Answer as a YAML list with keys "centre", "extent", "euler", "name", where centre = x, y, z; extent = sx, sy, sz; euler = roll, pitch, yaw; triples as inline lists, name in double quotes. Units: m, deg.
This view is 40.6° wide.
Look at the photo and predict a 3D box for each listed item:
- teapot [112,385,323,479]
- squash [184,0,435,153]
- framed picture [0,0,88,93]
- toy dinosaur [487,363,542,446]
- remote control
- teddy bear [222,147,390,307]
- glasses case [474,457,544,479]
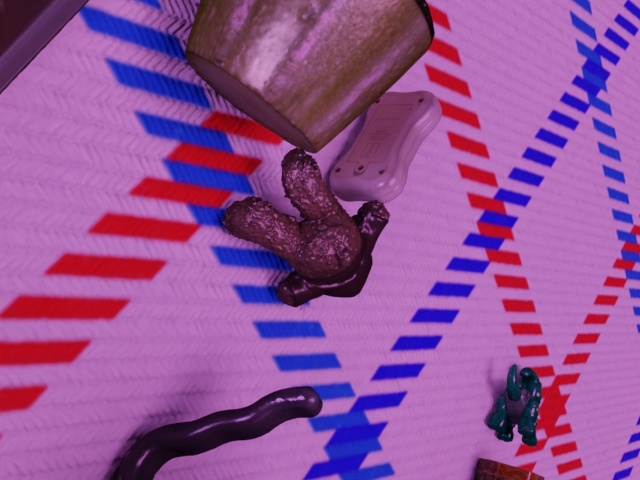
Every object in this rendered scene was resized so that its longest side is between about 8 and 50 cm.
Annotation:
- centre: [-0.073, 0.248, 0.528]
  extent: [0.223, 0.285, 0.305]
  euler: [23, 67, -76]
  name: "teapot"
- centre: [-0.018, -0.146, 0.616]
  extent: [0.122, 0.170, 0.170]
  euler: [-55, 137, -4]
  name: "squash"
- centre: [-0.227, -0.172, 0.456]
  extent: [0.273, 0.016, 0.216]
  euler: [-57, 135, -28]
  name: "framed picture"
- centre: [0.248, 0.197, 1.076]
  extent: [0.132, 0.059, 0.096]
  euler: [59, 43, -48]
  name: "toy dinosaur"
- centre: [0.059, -0.084, 0.776]
  extent: [0.032, 0.074, 0.122]
  euler: [51, 58, -40]
  name: "remote control"
- centre: [0.004, 0.004, 0.708]
  extent: [0.119, 0.078, 0.160]
  euler: [-45, 141, -1]
  name: "teddy bear"
- centre: [0.194, 0.371, 1.012]
  extent: [0.049, 0.075, 0.218]
  euler: [34, 70, -47]
  name: "glasses case"
